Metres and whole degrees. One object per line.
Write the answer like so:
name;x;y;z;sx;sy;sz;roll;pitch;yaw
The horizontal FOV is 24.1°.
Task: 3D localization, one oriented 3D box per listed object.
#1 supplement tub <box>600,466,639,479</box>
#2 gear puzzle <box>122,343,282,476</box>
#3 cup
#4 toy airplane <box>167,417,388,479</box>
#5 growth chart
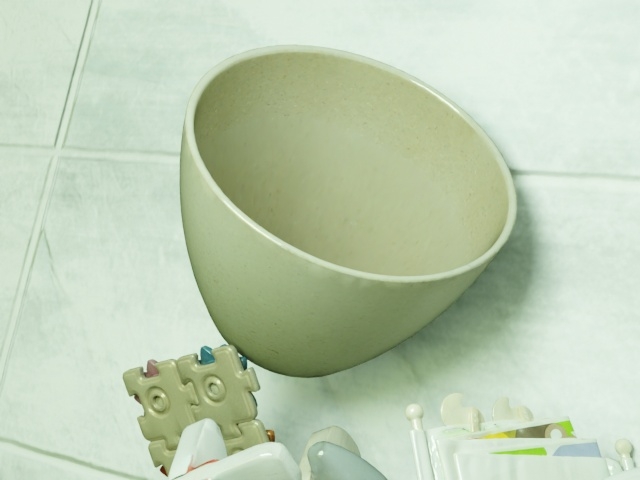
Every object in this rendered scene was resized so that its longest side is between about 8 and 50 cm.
supplement tub;0.286;0.317;1.127;0.191;0.191;0.272;-52;29;16
gear puzzle;-0.080;0.270;1.543;0.175;0.044;0.339;-17;94;36
cup;0.000;0.000;1.496;0.331;0.331;0.237;61;144;37
toy airplane;0.000;0.322;1.243;0.272;0.384;0.386;-5;73;12
growth chart;0.185;0.219;1.290;0.021;0.237;0.172;131;143;-55
